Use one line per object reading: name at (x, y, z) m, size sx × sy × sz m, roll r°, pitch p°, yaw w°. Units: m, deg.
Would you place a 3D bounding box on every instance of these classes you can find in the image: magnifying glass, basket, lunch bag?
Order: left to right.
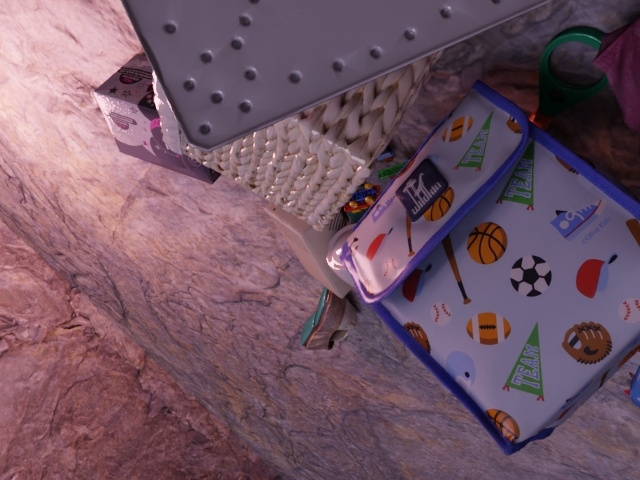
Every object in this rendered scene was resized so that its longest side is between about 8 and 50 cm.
basket at (-0.010, -0.233, 0.849) m, size 0.266 × 0.331 × 0.328 m, roll 31°, pitch 164°, yaw -3°
lunch bag at (0.235, 0.018, 0.883) m, size 0.385 × 0.328 × 0.239 m, roll 49°, pitch -161°, yaw 29°
magnifying glass at (0.320, -0.194, 0.925) m, size 0.092 × 0.026 × 0.231 m, roll 30°, pitch 146°, yaw 8°

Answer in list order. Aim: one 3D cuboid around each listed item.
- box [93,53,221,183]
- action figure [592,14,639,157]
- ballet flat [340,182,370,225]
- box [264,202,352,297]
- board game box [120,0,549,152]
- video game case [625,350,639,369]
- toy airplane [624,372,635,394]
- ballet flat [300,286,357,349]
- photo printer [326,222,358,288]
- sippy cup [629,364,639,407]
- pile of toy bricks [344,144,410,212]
box at (-0.285, -0.238, 1.311) m, size 0.247 × 0.142 × 0.163 m, roll 19°, pitch 145°, yaw 23°
action figure at (0.384, -0.181, 0.629) m, size 0.248 × 0.276 × 0.370 m, roll 6°, pitch 172°, yaw 7°
ballet flat at (0.047, -0.092, 1.283) m, size 0.232 × 0.080 × 0.073 m, roll 46°, pitch 174°, yaw -13°
box at (0.000, 0.000, 1.328) m, size 0.113 × 0.094 × 0.275 m, roll 36°, pitch 168°, yaw 30°
board game box at (-0.024, -0.331, 0.646) m, size 0.390 × 0.389 × 0.050 m, roll 65°, pitch 171°, yaw -1°
video game case at (0.546, 0.166, 1.195) m, size 0.119 × 0.015 × 0.166 m, roll 23°, pitch 146°, yaw 19°
toy airplane at (0.642, 0.299, 1.269) m, size 0.151 × 0.028 × 0.151 m, roll 25°, pitch 148°, yaw 17°
ballet flat at (0.031, 0.190, 1.646) m, size 0.106 × 0.108 × 0.316 m, roll 15°, pitch 153°, yaw -5°
photo printer at (0.181, 0.041, 1.197) m, size 0.307 × 0.107 × 0.256 m, roll -13°, pitch 148°, yaw 44°
sippy cup at (0.605, 0.218, 1.018) m, size 0.224 × 0.306 × 0.240 m, roll 26°, pitch 173°, yaw 27°
pile of toy bricks at (0.150, -0.101, 1.151) m, size 0.212 × 0.118 × 0.105 m, roll -14°, pitch 154°, yaw 31°
